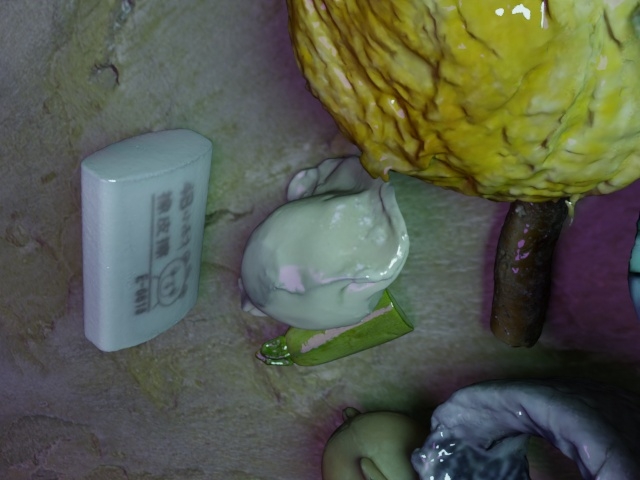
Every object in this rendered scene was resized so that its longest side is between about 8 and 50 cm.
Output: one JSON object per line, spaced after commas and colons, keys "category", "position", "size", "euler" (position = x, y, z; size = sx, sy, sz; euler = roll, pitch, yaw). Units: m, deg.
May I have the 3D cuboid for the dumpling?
{"category": "dumpling", "position": [0.000, 0.000, 0.727], "size": [0.147, 0.193, 0.258], "euler": [27, 156, -34]}

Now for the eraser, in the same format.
{"category": "eraser", "position": [-0.229, 0.000, 0.878], "size": [0.095, 0.174, 0.270], "euler": [29, 127, 25]}

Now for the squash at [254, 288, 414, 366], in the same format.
{"category": "squash", "position": [0.011, 0.108, 0.813], "size": [0.200, 0.075, 0.090], "euler": [-25, 115, 22]}

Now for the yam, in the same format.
{"category": "yam", "position": [0.196, -0.014, 0.612], "size": [0.061, 0.061, 0.253], "euler": [20, 123, 30]}

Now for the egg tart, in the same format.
{"category": "egg tart", "position": [0.091, -0.145, 0.460], "size": [0.339, 0.153, 0.351], "euler": [58, 156, -13]}

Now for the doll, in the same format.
{"category": "doll", "position": [0.129, 0.343, 0.771], "size": [0.174, 0.235, 0.330], "euler": [-37, 96, 1]}

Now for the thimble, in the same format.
{"category": "thimble", "position": [0.217, 0.234, 0.605], "size": [0.245, 0.157, 0.217], "euler": [28, 106, 51]}

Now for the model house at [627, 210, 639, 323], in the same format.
{"category": "model house", "position": [0.341, 0.112, 0.408], "size": [0.252, 0.295, 0.329], "euler": [3, 119, 33]}
